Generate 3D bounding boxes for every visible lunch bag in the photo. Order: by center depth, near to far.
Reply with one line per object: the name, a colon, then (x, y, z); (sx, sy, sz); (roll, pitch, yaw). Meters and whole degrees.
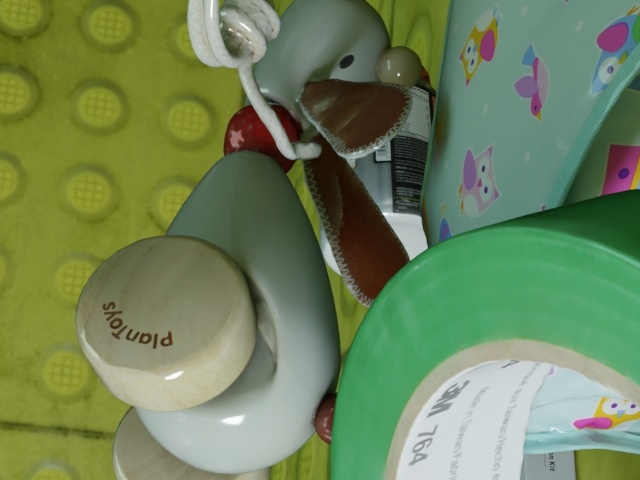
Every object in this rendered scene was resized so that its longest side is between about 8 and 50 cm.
lunch bag: (0.145, -0.058, 0.667); (0.223, 0.160, 0.262); (-99, 15, -55)

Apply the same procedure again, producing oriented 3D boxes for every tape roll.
tape roll: (0.123, 0.143, 0.503); (0.321, 0.077, 0.321); (28, 124, 50)

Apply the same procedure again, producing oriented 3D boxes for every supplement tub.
supplement tub: (0.056, -0.065, 1.175); (0.117, 0.117, 0.190); (113, 161, -51)

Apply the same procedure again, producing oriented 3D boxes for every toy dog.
toy dog: (0.000, 0.000, 0.715); (0.220, 0.161, 0.333); (61, -136, -71)

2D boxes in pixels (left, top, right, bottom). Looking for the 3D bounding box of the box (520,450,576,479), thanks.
box: (0.123, 0.193, 0.883); (0.145, 0.038, 0.186); (118, 155, -58)
